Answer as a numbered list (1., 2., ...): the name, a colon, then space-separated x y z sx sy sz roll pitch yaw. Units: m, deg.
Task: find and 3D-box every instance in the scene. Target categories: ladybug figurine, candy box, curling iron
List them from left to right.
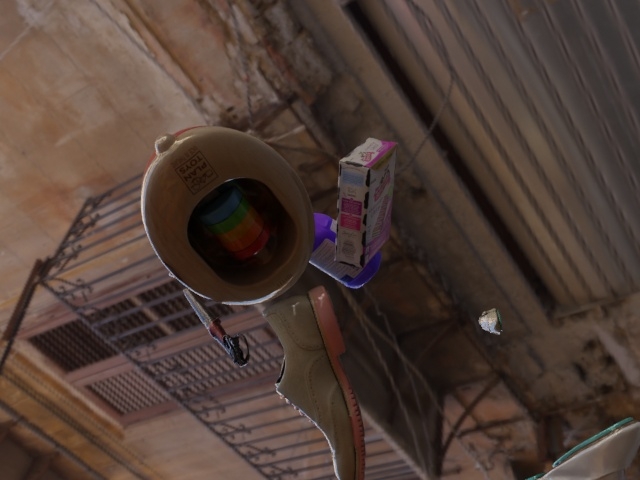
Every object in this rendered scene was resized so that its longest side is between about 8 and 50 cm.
1. curling iron: -0.214 0.168 1.576 0.035 0.274 0.068 -13 -57 -29
2. ladybug figurine: -0.186 -0.057 1.487 0.162 0.305 0.449 46 171 46
3. candy box: 0.097 -0.080 1.621 0.159 0.071 0.233 -44 -38 -53

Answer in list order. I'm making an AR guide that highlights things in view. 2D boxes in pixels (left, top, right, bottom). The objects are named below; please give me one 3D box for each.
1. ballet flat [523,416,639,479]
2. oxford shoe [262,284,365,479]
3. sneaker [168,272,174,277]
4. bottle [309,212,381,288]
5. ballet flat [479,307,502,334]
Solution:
1. ballet flat: 0.475 0.489 1.487 0.139 0.400 0.139 39 -153 -24
2. oxford shoe: -0.008 0.292 1.480 0.140 0.147 0.397 -170 65 -85
3. sneaker: -0.287 0.055 1.798 0.073 0.162 0.063 31 -123 -26
4. bottle: 0.000 0.000 1.756 0.283 0.118 0.092 32 -135 -14
5. ballet flat: 0.401 0.194 1.814 0.168 0.052 0.057 4 -105 -78
